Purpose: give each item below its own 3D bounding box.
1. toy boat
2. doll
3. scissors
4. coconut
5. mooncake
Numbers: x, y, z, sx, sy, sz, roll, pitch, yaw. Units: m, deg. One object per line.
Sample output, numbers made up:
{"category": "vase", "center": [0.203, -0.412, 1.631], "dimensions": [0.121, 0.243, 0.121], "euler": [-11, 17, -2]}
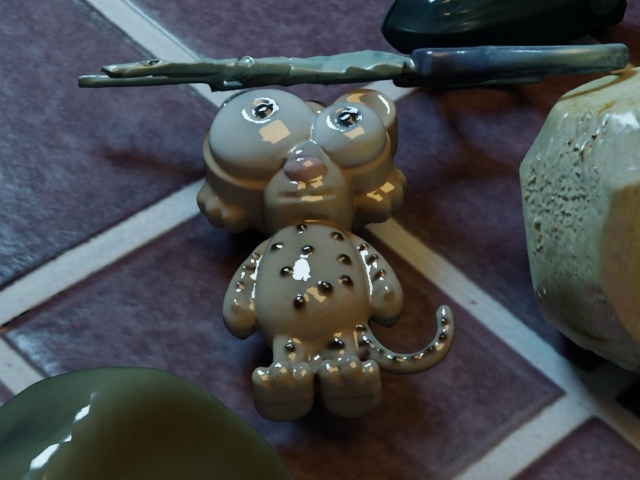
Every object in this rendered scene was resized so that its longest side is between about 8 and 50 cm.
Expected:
{"category": "toy boat", "center": [0.152, -0.202, 1.611], "dimensions": [0.246, 0.093, 0.103], "euler": [-18, 33, -28]}
{"category": "doll", "center": [-0.002, 0.001, 1.355], "dimensions": [0.154, 0.119, 0.278], "euler": [-11, 50, -4]}
{"category": "scissors", "center": [0.014, -0.126, 1.448], "dimensions": [0.383, 0.029, 0.256], "euler": [-3, 3, -11]}
{"category": "coconut", "center": [0.253, -0.007, 1.360], "dimensions": [0.241, 0.241, 0.241], "euler": [7, 45, -7]}
{"category": "mooncake", "center": [-0.109, 0.206, 1.050], "dimensions": [0.275, 0.135, 0.275], "euler": [22, 60, -44]}
